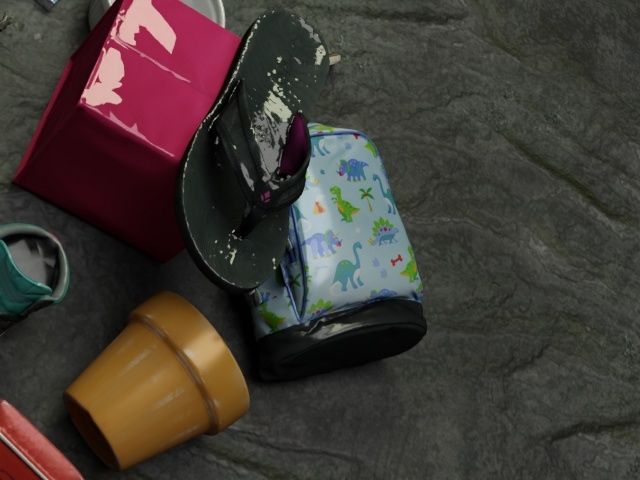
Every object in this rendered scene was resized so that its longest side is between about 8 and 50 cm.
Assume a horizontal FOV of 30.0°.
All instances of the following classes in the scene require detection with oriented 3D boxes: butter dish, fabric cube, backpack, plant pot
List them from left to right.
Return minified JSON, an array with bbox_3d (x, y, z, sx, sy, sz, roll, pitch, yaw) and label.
[{"bbox_3d":[-0.392,0.286,1.477,0.160,0.118,0.160,-43,101,0],"label":"butter dish"},{"bbox_3d":[-0.230,0.201,1.591,0.188,0.205,0.205,-35,91,-26],"label":"plant pot"},{"bbox_3d":[-0.240,-0.167,1.708,0.258,0.254,0.259,29,55,-20],"label":"fabric cube"},{"bbox_3d":[0.000,0.000,1.830,0.290,0.273,0.356,-6,60,-31],"label":"backpack"}]

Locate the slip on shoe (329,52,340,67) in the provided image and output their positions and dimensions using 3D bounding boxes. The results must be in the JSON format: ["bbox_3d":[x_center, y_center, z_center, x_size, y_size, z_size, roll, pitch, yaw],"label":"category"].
[{"bbox_3d":[-0.015,-0.297,2.075,0.135,0.051,0.041,-28,126,-49],"label":"slip on shoe"}]

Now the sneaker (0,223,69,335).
[{"bbox_3d":[-0.419,0.083,1.504,0.124,0.178,0.295,43,51,-12],"label":"sneaker"}]

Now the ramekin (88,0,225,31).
[{"bbox_3d":[-0.263,-0.348,1.871,0.207,0.109,0.207,15,61,-30],"label":"ramekin"}]

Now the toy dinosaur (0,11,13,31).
[{"bbox_3d":[-0.514,-0.340,1.720,0.118,0.064,0.268,-7,75,-32],"label":"toy dinosaur"}]

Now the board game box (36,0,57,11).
[{"bbox_3d":[-0.419,-0.440,1.854,0.103,0.026,0.154,40,51,-15],"label":"board game box"}]

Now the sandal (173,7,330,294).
[{"bbox_3d":[-0.077,-0.142,1.575,0.167,0.107,0.446,26,57,-23],"label":"sandal"}]
